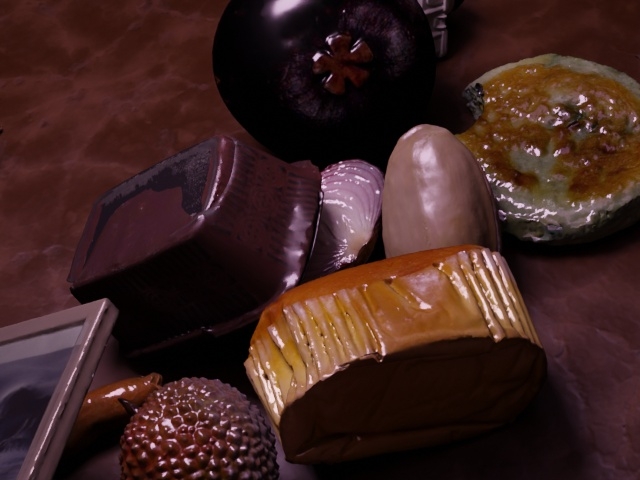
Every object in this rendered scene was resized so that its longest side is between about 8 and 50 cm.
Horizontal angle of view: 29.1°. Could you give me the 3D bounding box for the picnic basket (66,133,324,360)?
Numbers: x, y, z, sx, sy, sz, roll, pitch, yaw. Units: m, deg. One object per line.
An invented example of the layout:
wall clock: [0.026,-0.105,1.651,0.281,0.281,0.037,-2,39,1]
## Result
picnic basket: [-0.146,-0.005,1.352,0.296,0.129,0.223,-21,43,37]

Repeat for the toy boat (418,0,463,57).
toy boat: [0.109,-0.369,1.695,0.140,0.141,0.269,-21,47,-6]

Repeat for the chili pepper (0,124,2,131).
chili pepper: [-0.618,-0.133,1.658,0.338,0.131,0.135,-6,50,8]

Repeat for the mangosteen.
mangosteen: [0.000,-0.227,1.539,0.275,0.275,0.302,-20,17,-4]

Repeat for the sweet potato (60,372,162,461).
sweet potato: [-0.257,0.200,1.345,0.195,0.056,0.056,-34,51,-10]

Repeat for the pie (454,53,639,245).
pie: [0.274,-0.110,1.477,0.302,0.067,0.303,-6,50,8]

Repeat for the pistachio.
pistachio: [0.132,-0.025,1.369,0.131,0.129,0.206,-9,81,7]

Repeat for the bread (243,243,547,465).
bread: [0.070,0.108,1.234,0.288,0.204,0.156,-14,49,-11]

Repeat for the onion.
onion: [0.000,0.000,1.422,0.151,0.098,0.206,29,63,28]

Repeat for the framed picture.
framed picture: [-0.413,0.230,1.245,0.446,0.028,0.326,-16,42,35]

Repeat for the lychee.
lychee: [-0.127,0.215,1.226,0.197,0.165,0.165,23,58,31]
